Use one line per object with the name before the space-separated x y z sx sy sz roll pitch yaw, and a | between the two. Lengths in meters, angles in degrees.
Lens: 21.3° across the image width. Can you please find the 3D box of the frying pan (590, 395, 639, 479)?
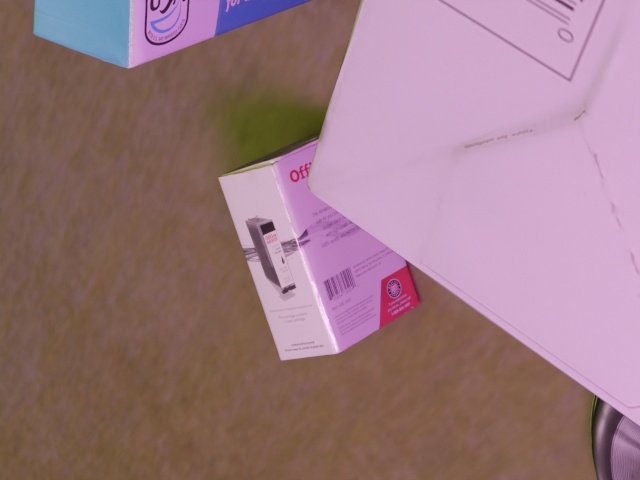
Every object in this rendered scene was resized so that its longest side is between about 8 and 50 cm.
frying pan | 0.272 0.202 1.062 0.197 0.053 0.326 -18 94 43

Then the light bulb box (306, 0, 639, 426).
light bulb box | 0.224 -0.158 0.715 0.225 0.361 0.358 36 131 22

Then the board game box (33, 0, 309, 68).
board game box | -0.045 -0.292 0.954 0.079 0.254 0.336 22 122 29

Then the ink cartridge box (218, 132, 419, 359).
ink cartridge box | 0.000 0.000 1.151 0.056 0.099 0.135 -11 101 42
